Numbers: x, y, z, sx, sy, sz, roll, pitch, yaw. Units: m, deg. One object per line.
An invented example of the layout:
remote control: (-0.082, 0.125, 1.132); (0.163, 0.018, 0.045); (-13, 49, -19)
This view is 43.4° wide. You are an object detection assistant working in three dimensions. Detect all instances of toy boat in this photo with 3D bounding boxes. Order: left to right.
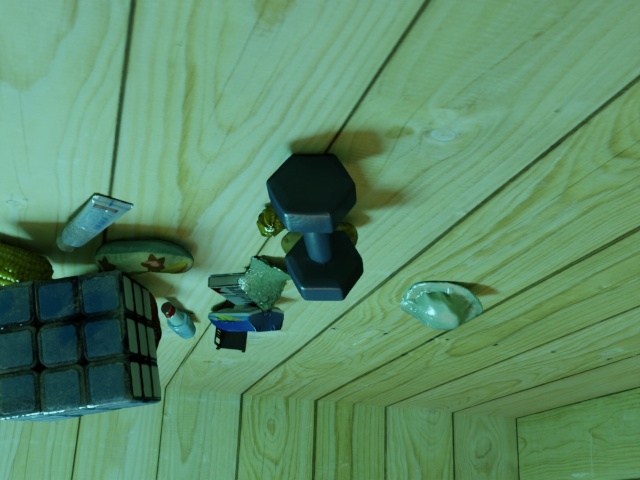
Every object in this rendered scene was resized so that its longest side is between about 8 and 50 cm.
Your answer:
toy boat: (-0.240, 0.220, 2.344); (0.129, 0.088, 0.295); (1, 177, -40)

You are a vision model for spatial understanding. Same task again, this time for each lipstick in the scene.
lipstick: (-0.435, 0.238, 2.437); (0.068, 0.061, 0.274); (3, 160, 6)

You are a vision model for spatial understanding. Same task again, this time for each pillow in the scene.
pillow: (-0.417, 0.046, 1.919); (0.233, 0.086, 0.214); (-5, 169, 11)

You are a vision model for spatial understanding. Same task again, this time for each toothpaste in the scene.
toothpaste: (-0.499, -0.037, 1.739); (0.089, 0.057, 0.234); (16, 149, -37)

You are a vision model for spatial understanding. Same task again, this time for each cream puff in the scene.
cream puff: (-0.097, -0.037, 1.677); (0.083, 0.058, 0.083); (-18, 153, 39)

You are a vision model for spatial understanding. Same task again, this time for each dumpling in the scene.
dumpling: (0.321, 0.180, 2.140); (0.219, 0.108, 0.153); (-4, 159, 10)

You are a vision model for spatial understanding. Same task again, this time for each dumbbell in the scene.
dumbbell: (-0.004, -0.018, 1.519); (0.159, 0.144, 0.325); (2, 147, 7)

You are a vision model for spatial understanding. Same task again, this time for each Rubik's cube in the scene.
Rubik's cube: (-0.561, 0.254, 1.877); (0.305, 0.301, 0.304); (-8, 168, 1)

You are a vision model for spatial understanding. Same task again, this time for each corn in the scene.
corn: (-0.818, 0.052, 1.876); (0.144, 0.144, 0.387); (-17, 151, 41)

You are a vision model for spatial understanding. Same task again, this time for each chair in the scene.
chair: (-0.281, 0.301, 2.539); (0.101, 0.084, 0.212); (5, 165, -5)

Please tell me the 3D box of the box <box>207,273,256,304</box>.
box: (-0.215, 0.134, 2.173); (0.115, 0.036, 0.177); (-4, 159, 19)

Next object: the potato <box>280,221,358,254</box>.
potato: (0.000, 0.000, 1.733); (0.170, 0.080, 0.107); (-17, 144, 22)

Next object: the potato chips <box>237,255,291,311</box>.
potato chips: (-0.130, 0.109, 2.063); (0.167, 0.059, 0.228); (1, 150, -26)

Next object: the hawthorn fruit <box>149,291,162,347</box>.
hawthorn fruit: (-0.584, 0.231, 2.184); (0.307, 0.265, 0.265); (11, 165, 26)
